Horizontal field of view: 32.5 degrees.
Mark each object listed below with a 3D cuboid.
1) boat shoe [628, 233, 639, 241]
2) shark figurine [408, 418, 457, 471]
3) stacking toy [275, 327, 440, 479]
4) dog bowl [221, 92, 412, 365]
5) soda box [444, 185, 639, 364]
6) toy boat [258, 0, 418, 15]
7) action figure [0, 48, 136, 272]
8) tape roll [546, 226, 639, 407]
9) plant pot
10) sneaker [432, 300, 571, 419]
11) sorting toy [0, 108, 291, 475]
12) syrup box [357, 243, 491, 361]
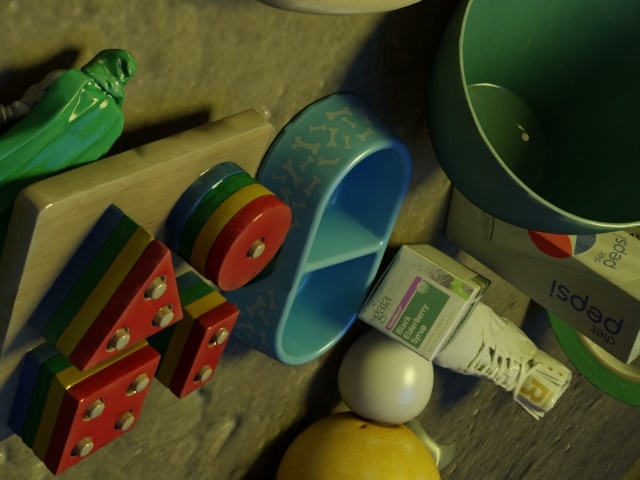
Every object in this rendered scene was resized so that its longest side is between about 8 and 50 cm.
[{"bbox_3d":[0.512,-0.097,1.703,0.081,0.069,0.227,-21,133,-32],"label":"boat shoe"},{"bbox_3d":[0.114,0.408,1.672,0.166,0.116,0.278,-71,179,-46],"label":"shark figurine"},{"bbox_3d":[0.045,0.336,1.370,0.351,0.351,0.480,10,95,-57],"label":"stacking toy"},{"bbox_3d":[0.000,0.000,1.105,0.166,0.074,0.297,-15,133,-46],"label":"dog bowl"},{"bbox_3d":[0.284,0.016,1.300,0.091,0.286,0.098,-28,141,-34],"label":"soda box"},{"bbox_3d":[0.056,-0.320,0.806,0.267,0.148,0.318,-14,140,-41],"label":"toy boat"},{"bbox_3d":[-0.215,-0.049,0.766,0.232,0.063,0.137,-44,147,-7],"label":"action figure"},{"bbox_3d":[0.488,0.088,1.624,0.077,0.321,0.321,-20,137,-44],"label":"tape roll"},{"bbox_3d":[0.223,-0.131,1.126,0.290,0.290,0.195,-37,-178,-26],"label":"plant pot"},{"bbox_3d":[0.263,0.172,1.554,0.292,0.169,0.108,12,113,-56],"label":"sneaker"},{"bbox_3d":[-0.139,0.047,0.880,0.257,0.089,0.255,-28,150,-49],"label":"sorting toy"},{"bbox_3d":[0.124,0.065,1.250,0.093,0.096,0.237,-59,170,6],"label":"syrup box"}]
